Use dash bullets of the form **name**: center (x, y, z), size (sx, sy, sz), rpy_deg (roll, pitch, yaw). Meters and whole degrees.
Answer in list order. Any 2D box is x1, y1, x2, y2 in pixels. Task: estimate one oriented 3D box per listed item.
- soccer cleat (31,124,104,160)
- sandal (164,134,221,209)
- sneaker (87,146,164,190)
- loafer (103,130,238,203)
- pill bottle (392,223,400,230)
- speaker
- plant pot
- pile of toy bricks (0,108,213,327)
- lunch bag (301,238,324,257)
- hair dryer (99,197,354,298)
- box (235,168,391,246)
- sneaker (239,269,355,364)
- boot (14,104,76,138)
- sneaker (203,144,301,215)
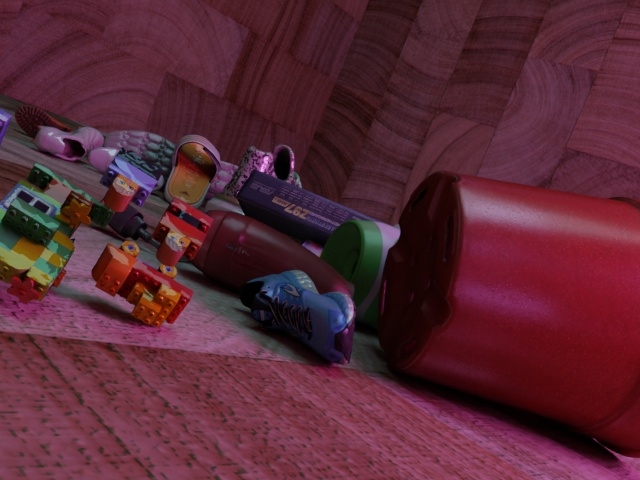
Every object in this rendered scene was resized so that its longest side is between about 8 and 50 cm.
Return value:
- **soccer cleat**: center (-0.468, -0.181, 1.425), size (0.076, 0.068, 0.196), rpy_deg (28, 12, 12)
- **sandal**: center (-0.245, -0.152, 1.484), size (0.101, 0.076, 0.265), rpy_deg (22, 30, -16)
- **sneaker**: center (-0.369, -0.136, 1.417), size (0.152, 0.054, 0.061), rpy_deg (22, 7, -15)
- **loafer**: center (-0.317, -0.146, 1.612), size (0.319, 0.112, 0.111), rpy_deg (20, -31, -18)
- **pill bottle**: center (0.213, 0.055, 1.325), size (0.162, 0.162, 0.278), rpy_deg (21, 4, -23)
- **speaker**: center (0.146, 0.072, 0.953), size (0.296, 0.131, 0.131), rpy_deg (20, 4, -25)
- **plant pot**: center (0.213, 0.057, 0.748), size (0.265, 0.273, 0.272), rpy_deg (14, 6, -12)
- **pile of toy bricks**: center (-0.179, -0.002, 0.477), size (0.212, 0.118, 0.105), rpy_deg (31, 34, -13)
- **lunch bag**: center (-0.009, 0.044, 1.016), size (0.071, 0.053, 0.083), rpy_deg (24, 30, 14)
- **hair dryer**: center (-0.091, 0.007, 0.863), size (0.293, 0.080, 0.223), rpy_deg (25, 4, 25)
- **box**: center (0.000, 0.000, 1.115), size (0.232, 0.059, 0.183), rpy_deg (24, -23, 20)
- **sneaker**: center (-0.025, 0.070, 0.666), size (0.073, 0.064, 0.162), rpy_deg (0, 10, -29)
- **boot**: center (-0.576, -0.234, 1.594), size (0.157, 0.059, 0.084), rpy_deg (30, -1, -12)
- **sneaker**: center (-0.072, -0.081, 1.385), size (0.158, 0.182, 0.410), rpy_deg (23, 4, 11)
